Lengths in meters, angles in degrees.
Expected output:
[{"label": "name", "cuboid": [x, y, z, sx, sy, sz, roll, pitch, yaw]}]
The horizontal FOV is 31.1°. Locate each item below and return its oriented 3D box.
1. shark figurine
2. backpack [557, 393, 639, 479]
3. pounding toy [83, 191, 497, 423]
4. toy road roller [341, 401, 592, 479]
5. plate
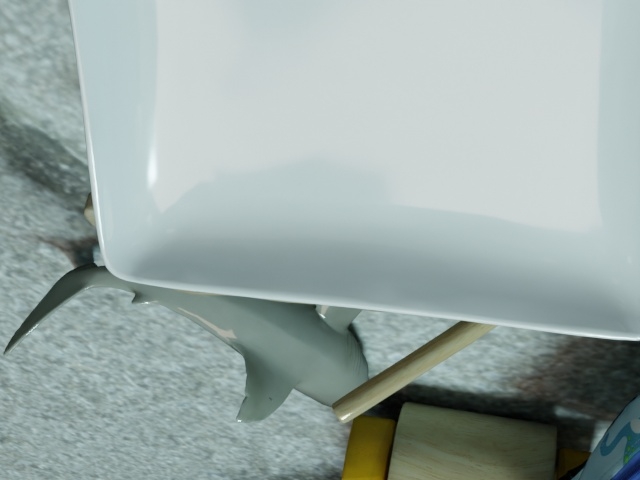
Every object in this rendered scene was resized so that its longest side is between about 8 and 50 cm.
[{"label": "shark figurine", "cuboid": [-0.073, 0.074, 0.824, 0.278, 0.116, 0.166, 20, 147, -14]}, {"label": "backpack", "cuboid": [0.311, 0.163, 0.695, 0.290, 0.273, 0.356, 13, 124, -11]}, {"label": "pounding toy", "cuboid": [0.000, 0.000, 0.633, 0.269, 0.155, 0.154, 5, 150, 12]}, {"label": "toy road roller", "cuboid": [0.117, 0.308, 0.992, 0.202, 0.241, 0.329, 8, 148, 10]}, {"label": "plate", "cuboid": [0.024, -0.095, 0.496, 0.278, 0.045, 0.277, 6, 120, 14]}]
